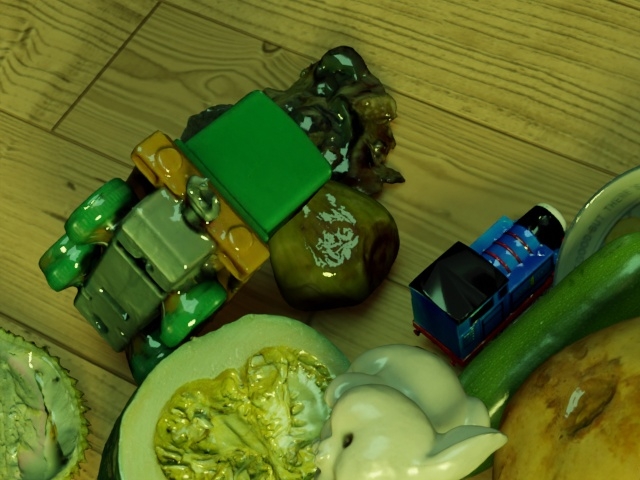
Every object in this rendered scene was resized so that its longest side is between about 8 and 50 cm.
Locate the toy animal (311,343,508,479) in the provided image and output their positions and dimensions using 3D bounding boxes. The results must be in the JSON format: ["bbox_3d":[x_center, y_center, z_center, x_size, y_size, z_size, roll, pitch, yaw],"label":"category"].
[{"bbox_3d":[0.083,0.187,1.474,0.178,0.127,0.193,10,21,-4],"label":"toy animal"}]

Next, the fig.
[{"bbox_3d":[0.000,0.000,1.786,0.166,0.154,0.144,49,27,-1],"label":"fig"}]

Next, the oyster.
[{"bbox_3d":[-0.078,-0.116,1.914,0.361,0.096,0.221,-20,48,-8],"label":"oyster"}]

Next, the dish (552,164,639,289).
[{"bbox_3d":[0.399,0.057,1.689,0.273,0.134,0.273,-6,79,30],"label":"dish"}]

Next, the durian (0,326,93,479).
[{"bbox_3d":[-0.355,0.218,1.687,0.193,0.138,0.237,26,31,-19],"label":"durian"}]

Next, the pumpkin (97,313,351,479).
[{"bbox_3d":[-0.089,0.248,1.594,0.293,0.197,0.263,-26,72,-33],"label":"pumpkin"}]

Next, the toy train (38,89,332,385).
[{"bbox_3d":[-0.141,-0.007,1.672,0.178,0.429,0.249,47,64,1],"label":"toy train"}]

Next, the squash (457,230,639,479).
[{"bbox_3d":[0.225,0.128,1.634,0.379,0.101,0.101,-47,57,8],"label":"squash"}]

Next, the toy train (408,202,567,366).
[{"bbox_3d":[0.195,0.041,1.731,0.204,0.131,0.083,-41,58,-18],"label":"toy train"}]

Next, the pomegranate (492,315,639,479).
[{"bbox_3d":[0.335,0.237,1.479,0.338,0.338,0.338,-5,55,6],"label":"pomegranate"}]
